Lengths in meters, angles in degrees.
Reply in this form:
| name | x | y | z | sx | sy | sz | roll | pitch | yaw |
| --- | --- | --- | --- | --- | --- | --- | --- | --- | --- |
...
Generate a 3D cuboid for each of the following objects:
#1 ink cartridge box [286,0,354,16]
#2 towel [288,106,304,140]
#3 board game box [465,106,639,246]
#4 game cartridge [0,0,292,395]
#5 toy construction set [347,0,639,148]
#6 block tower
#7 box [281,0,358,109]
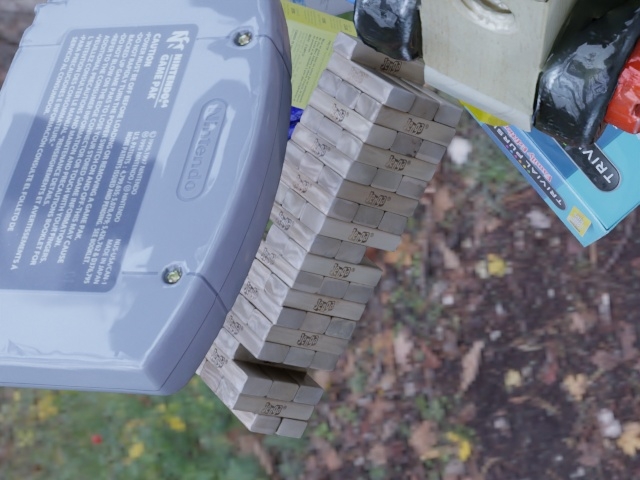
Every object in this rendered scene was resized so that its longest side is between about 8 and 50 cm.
| name | x | y | z | sx | sy | sz | roll | pitch | yaw |
| --- | --- | --- | --- | --- | --- | --- | --- | --- | --- |
| ink cartridge box | -0.123 | -0.331 | 1.671 | 0.226 | 0.306 | 0.131 | 26 | 122 | 31 |
| towel | -0.009 | -0.134 | 1.794 | 0.228 | 0.308 | 0.076 | -19 | 88 | 6 |
| board game box | 0.344 | -0.196 | 1.585 | 0.253 | 0.336 | 0.079 | 50 | 166 | 5 |
| game cartridge | -0.124 | -0.042 | 0.880 | 0.198 | 0.062 | 0.297 | 3 | 59 | 18 |
| toy construction set | 0.077 | -0.147 | 0.353 | 0.151 | 0.327 | 0.215 | 24 | 76 | 27 |
| block tower | 0.000 | 0.000 | 1.194 | 0.097 | 0.091 | 0.335 | 38 | 108 | 47 |
| box | -0.076 | -0.192 | 1.336 | 0.058 | 0.232 | 0.087 | -97 | 25 | -62 |
